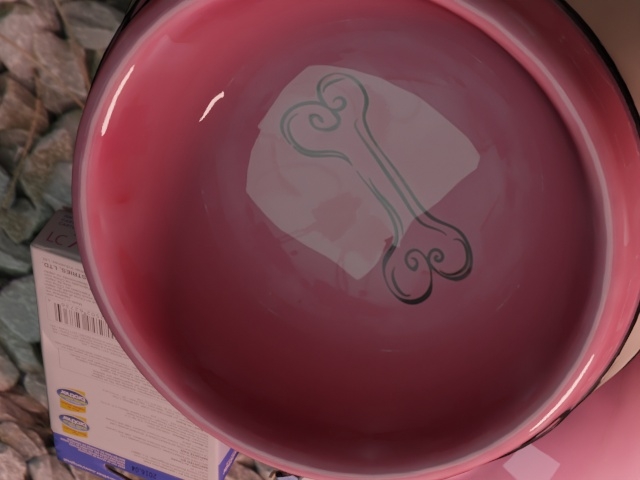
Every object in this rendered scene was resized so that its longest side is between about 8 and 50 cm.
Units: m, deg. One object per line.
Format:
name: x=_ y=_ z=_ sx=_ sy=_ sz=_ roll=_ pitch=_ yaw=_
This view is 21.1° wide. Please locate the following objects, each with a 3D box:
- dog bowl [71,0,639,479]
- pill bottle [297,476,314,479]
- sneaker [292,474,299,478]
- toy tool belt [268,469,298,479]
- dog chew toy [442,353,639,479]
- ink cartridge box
dog bowl: x=0.028 y=-0.028 z=1.065 sx=0.408 sy=0.150 sz=0.408 roll=5 pitch=111 yaw=14
pill bottle: x=0.048 y=0.150 z=1.413 sx=0.103 sy=0.184 sz=0.103 roll=16 pitch=136 yaw=16
sneaker: x=0.009 y=0.152 z=1.524 sx=0.087 sy=0.130 sz=0.227 roll=-5 pitch=155 yaw=32
toy tool belt: x=-0.025 y=0.230 z=1.630 sx=0.052 sy=0.051 sz=0.083 roll=-11 pitch=123 yaw=37
dog chew toy: x=0.102 y=0.097 z=1.284 sx=0.332 sy=0.206 sz=0.206 roll=24 pitch=140 yaw=-16
ink cartridge box: x=-0.167 y=0.122 z=1.603 sx=0.186 sy=0.065 sz=0.311 roll=18 pitch=134 yaw=14
